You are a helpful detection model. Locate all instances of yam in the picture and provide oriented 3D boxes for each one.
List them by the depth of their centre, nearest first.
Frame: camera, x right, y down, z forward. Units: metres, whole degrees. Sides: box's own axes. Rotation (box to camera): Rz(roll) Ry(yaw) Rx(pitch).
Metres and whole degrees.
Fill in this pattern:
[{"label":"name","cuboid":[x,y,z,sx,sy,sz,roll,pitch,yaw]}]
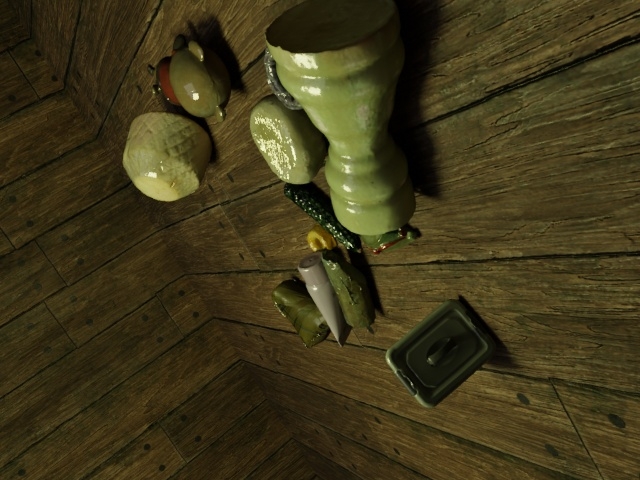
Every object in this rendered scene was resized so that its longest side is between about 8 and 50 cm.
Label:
[{"label":"yam","cuboid":[0.081,0.126,1.694,0.106,0.106,0.259,27,146,46]}]

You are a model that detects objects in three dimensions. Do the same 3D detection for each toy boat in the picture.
[{"label":"toy boat","cuboid":[0.150,-0.009,1.432,0.185,0.071,0.089,-7,74,63]}]

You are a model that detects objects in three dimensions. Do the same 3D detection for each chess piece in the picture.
[{"label":"chess piece","cuboid":[0.066,-0.221,1.150,0.234,0.234,0.442,33,154,40]}]

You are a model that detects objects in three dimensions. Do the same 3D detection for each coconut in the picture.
[{"label":"coconut","cuboid":[-0.509,-0.302,2.036,0.329,0.328,0.329,42,153,27]}]

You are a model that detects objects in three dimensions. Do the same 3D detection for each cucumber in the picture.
[{"label":"cucumber","cuboid":[0.015,-0.066,1.614,0.293,0.067,0.067,42,153,24]}]

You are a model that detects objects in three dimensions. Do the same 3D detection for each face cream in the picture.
[{"label":"face cream","cuboid":[0.031,0.166,1.778,0.096,0.154,0.274,-13,119,31]}]

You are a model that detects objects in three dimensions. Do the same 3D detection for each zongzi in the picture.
[{"label":"zongzi","cuboid":[-0.041,0.200,2.023,0.260,0.123,0.289,50,146,17]}]

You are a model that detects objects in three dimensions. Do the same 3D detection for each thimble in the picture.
[{"label":"thimble","cuboid":[-0.044,-0.362,1.288,0.150,0.097,0.150,41,152,27]}]

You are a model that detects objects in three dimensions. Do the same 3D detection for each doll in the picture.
[{"label":"doll","cuboid":[-0.364,-0.448,1.678,0.330,0.174,0.235,23,135,52]}]

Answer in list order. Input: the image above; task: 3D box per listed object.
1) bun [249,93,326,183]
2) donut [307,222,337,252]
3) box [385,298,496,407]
[{"label":"bun","cuboid":[-0.068,-0.250,1.435,0.231,0.133,0.231,43,154,27]},{"label":"donut","cuboid":[0.000,0.000,1.760,0.097,0.043,0.108,48,151,12]},{"label":"box","cuboid":[0.270,0.259,1.388,0.162,0.227,0.130,50,170,9]}]
